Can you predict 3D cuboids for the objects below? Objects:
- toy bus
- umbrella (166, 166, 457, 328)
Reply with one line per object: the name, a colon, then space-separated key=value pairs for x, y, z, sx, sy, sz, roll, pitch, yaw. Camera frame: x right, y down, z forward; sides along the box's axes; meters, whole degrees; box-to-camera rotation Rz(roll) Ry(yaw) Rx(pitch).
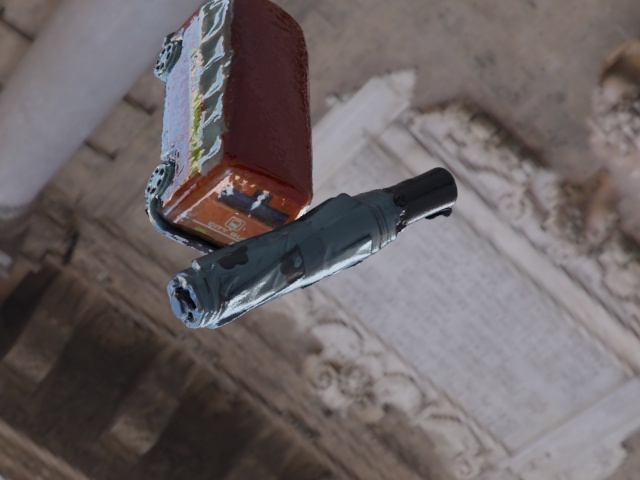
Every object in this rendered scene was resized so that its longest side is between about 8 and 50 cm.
toy bus: x=-0.072 y=-0.108 z=1.251 sx=0.121 sy=0.120 sz=0.265 roll=26 pitch=-139 yaw=-27
umbrella: x=0.000 y=-0.002 z=1.040 sx=0.250 sy=0.053 sz=0.052 roll=-24 pitch=-122 yaw=-30
